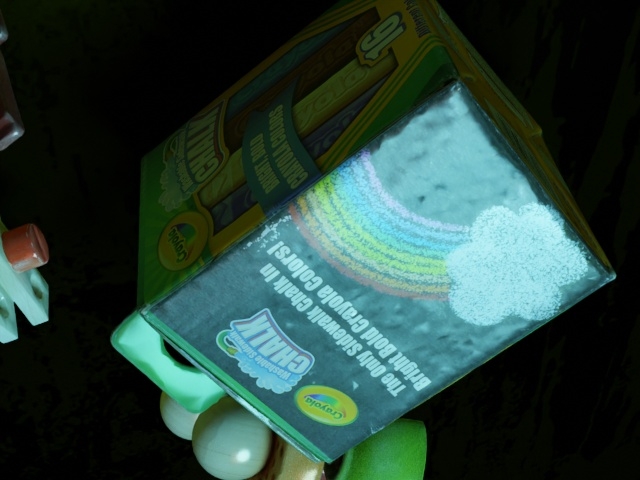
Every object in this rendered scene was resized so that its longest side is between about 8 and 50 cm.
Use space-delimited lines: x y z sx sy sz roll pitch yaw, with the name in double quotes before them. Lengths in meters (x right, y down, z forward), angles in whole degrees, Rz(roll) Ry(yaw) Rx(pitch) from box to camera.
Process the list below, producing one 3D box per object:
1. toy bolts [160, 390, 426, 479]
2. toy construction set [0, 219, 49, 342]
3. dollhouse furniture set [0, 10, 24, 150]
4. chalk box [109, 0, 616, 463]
"toy bolts" -0.031 0.109 0.927 0.158 0.218 0.228 14 163 -18
"toy construction set" -0.329 0.048 0.703 0.327 0.151 0.215 -26 116 -7
"dollhouse furniture set" -0.162 -0.186 0.516 0.374 0.152 0.201 -37 138 17
"chalk box" 0.000 0.000 0.748 0.289 0.179 0.180 -35 122 17
